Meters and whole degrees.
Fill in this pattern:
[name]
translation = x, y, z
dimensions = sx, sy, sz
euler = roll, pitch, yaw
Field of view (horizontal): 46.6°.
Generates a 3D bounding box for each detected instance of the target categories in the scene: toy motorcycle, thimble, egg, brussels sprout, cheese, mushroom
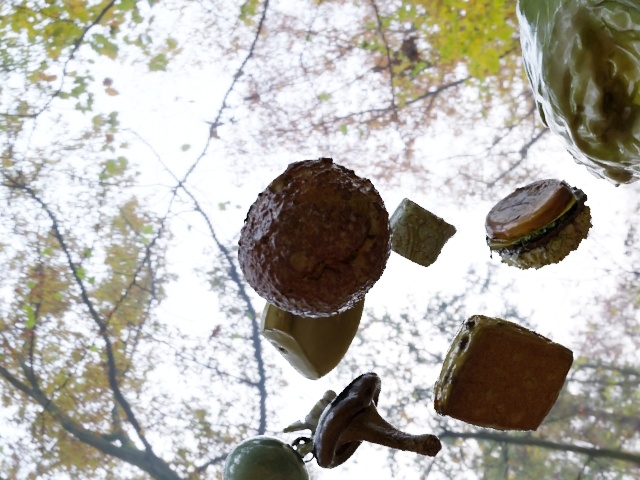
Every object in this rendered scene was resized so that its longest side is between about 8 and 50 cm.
[toy motorcycle]
translation = 0.022, 0.426, 1.730
dimensions = 0.074, 0.228, 0.151
euler = 45, -154, -76
[thimble]
translation = 0.269, -0.018, 2.039
dimensions = 0.190, 0.137, 0.143
euler = 26, -80, -20
[egg]
translation = -0.108, 0.493, 1.526
dimensions = 0.168, 0.168, 0.231
euler = -57, -37, -21
[brussels sprout]
translation = 0.340, -0.207, 0.786
dimensions = 0.344, 0.268, 0.344
euler = 8, -90, -79
[cheese]
translation = 0.002, 0.151, 1.736
dimensions = 0.316, 0.128, 0.259
euler = -58, -45, -33
[mushroom]
translation = 0.116, 0.365, 1.401
dimensions = 0.227, 0.217, 0.148
euler = -46, -34, -37

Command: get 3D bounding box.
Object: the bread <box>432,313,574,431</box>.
[bread]
translation = 0.335, 0.248, 1.385
dimensions = 0.235, 0.099, 0.210
euler = 16, -74, -16

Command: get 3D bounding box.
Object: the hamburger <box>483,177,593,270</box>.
[hamburger]
translation = 0.462, -0.031, 1.589
dimensions = 0.139, 0.243, 0.262
euler = 54, -159, -17

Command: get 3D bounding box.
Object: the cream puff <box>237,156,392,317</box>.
[cream puff]
translation = 0.001, 0.000, 1.084
dimensions = 0.240, 0.164, 0.240
euler = -1, -85, -17
